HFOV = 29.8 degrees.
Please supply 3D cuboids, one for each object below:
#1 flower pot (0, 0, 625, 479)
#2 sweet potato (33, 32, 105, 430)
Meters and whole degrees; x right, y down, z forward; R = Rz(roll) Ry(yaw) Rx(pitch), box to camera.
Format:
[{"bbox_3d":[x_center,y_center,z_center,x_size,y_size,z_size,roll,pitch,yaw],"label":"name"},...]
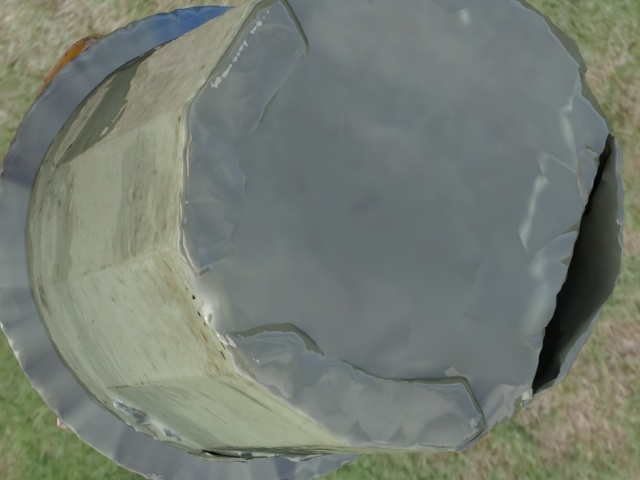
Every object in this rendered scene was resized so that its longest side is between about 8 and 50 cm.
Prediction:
[{"bbox_3d":[0.000,0.000,0.431,0.212,0.202,0.212,1,88,-22],"label":"flower pot"},{"bbox_3d":[-0.241,-0.007,1.083,0.112,0.112,0.359,-2,91,1],"label":"sweet potato"}]
